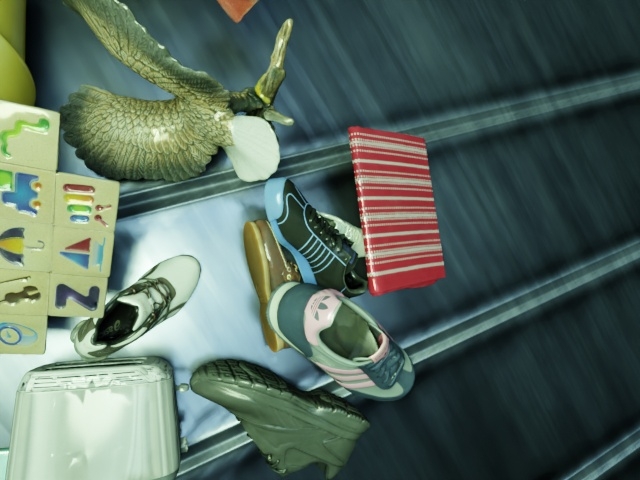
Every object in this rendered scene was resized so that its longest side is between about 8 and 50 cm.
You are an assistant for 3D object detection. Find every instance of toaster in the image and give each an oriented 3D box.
[{"bbox_3d":[-0.285,0.230,0.519,0.226,0.129,0.147,0,81,-16],"label":"toaster"}]

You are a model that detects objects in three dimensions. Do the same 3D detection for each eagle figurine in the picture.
[{"bbox_3d":[-0.202,-0.195,0.562,0.298,0.225,0.227,-3,96,-30],"label":"eagle figurine"}]

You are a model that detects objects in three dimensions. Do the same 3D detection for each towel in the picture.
[{"bbox_3d":[0.134,-0.050,0.706,0.198,0.031,0.275,-5,86,-42],"label":"towel"}]

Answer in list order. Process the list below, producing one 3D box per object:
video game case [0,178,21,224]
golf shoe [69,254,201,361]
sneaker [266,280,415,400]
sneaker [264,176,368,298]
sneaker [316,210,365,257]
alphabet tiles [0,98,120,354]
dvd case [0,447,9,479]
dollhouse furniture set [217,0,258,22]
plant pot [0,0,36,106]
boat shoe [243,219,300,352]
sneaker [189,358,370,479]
[{"bbox_3d":[-0.509,-0.013,0.365,0.328,0.036,0.300,31,103,-30],"label":"video game case"},{"bbox_3d":[-0.230,0.085,0.553,0.077,0.093,0.198,52,53,-12],"label":"golf shoe"},{"bbox_3d":[0.067,0.171,0.612,0.319,0.131,0.112,37,68,-31],"label":"sneaker"},{"bbox_3d":[0.000,0.000,0.612,0.081,0.090,0.232,-74,146,-47],"label":"sneaker"},{"bbox_3d":[0.033,-0.009,0.685,0.152,0.061,0.054,19,77,-18],"label":"sneaker"},{"bbox_3d":[-0.386,-0.007,0.387,0.342,0.011,0.285,8,114,-24],"label":"alphabet tiles"},{"bbox_3d":[-0.442,0.327,0.513,0.087,0.013,0.120,5,84,-19],"label":"dvd case"},{"bbox_3d":[-0.224,-0.394,0.513,0.374,0.201,0.152,35,74,4],"label":"dollhouse furniture set"},{"bbox_3d":[-0.453,-0.243,0.457,0.253,0.254,0.239,8,66,-18],"label":"plant pot"},{"bbox_3d":[-0.066,0.066,0.640,0.073,0.073,0.207,-15,98,-27],"label":"boat shoe"},{"bbox_3d":[-0.065,0.270,0.605,0.286,0.109,0.130,27,83,-13],"label":"sneaker"}]
